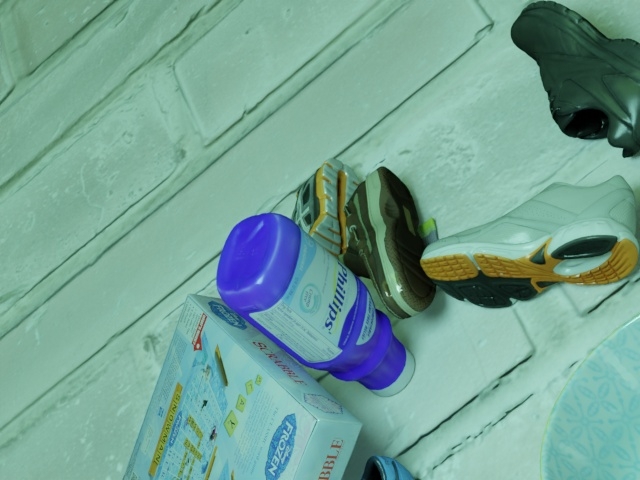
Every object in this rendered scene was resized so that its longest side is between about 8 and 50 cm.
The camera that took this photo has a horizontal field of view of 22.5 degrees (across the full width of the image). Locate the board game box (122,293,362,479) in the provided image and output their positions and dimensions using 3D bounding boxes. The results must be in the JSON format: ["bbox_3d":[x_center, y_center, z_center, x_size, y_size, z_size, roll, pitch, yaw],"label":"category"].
[{"bbox_3d":[-0.108,0.269,1.824,0.318,0.066,0.318,39,114,51],"label":"board game box"}]

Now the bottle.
[{"bbox_3d":[0.002,0.083,1.790,0.092,0.283,0.118,-12,51,36],"label":"bottle"}]

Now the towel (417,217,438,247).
[{"bbox_3d":[0.119,0.015,1.954,0.060,0.009,0.083,-27,44,26],"label":"towel"}]

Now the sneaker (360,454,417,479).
[{"bbox_3d":[0.041,0.330,1.718,0.069,0.082,0.209,1,62,42],"label":"sneaker"}]

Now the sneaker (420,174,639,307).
[{"bbox_3d":[0.239,-0.005,1.804,0.262,0.099,0.121,-9,45,30],"label":"sneaker"}]

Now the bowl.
[{"bbox_3d":[0.360,0.197,1.450,0.289,0.156,0.289,-31,32,22],"label":"bowl"}]

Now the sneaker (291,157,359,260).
[{"bbox_3d":[0.000,0.000,2.033,0.083,0.084,0.214,-32,37,41],"label":"sneaker"}]

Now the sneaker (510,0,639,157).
[{"bbox_3d":[0.301,-0.190,1.879,0.130,0.109,0.286,-55,37,3],"label":"sneaker"}]

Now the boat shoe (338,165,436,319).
[{"bbox_3d":[0.072,0.019,1.918,0.095,0.095,0.257,-36,27,19],"label":"boat shoe"}]
